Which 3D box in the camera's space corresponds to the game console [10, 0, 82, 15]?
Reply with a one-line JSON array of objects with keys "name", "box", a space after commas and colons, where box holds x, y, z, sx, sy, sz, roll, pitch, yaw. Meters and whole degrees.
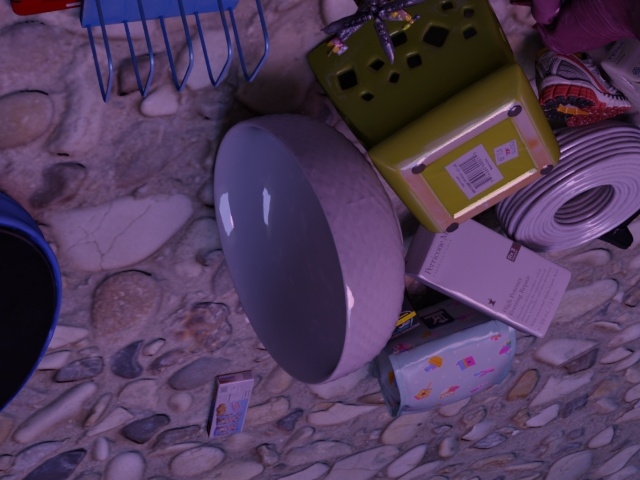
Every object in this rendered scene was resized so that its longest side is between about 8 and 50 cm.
[{"name": "game console", "box": [-0.246, -0.292, 0.976, 0.144, 0.085, 0.124, -13, 174, -12]}]

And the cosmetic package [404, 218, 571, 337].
[{"name": "cosmetic package", "box": [0.250, 0.047, 1.492, 0.231, 0.085, 0.117, 25, 86, -16]}]

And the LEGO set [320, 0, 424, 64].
[{"name": "LEGO set", "box": [0.064, -0.337, 0.860, 0.255, 0.192, 0.331, -23, 123, 10]}]

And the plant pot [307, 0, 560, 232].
[{"name": "plant pot", "box": [0.151, -0.154, 1.195, 0.227, 0.207, 0.228, -31, 144, 10]}]

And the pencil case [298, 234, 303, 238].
[{"name": "pencil case", "box": [0.016, 0.060, 1.401, 0.098, 0.095, 0.209, -15, 103, -27]}]

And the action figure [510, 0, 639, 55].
[{"name": "action figure", "box": [0.348, -0.264, 1.086, 0.248, 0.276, 0.370, 2, 176, -24]}]

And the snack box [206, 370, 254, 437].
[{"name": "snack box", "box": [-0.161, 0.293, 1.747, 0.064, 0.022, 0.178, -8, 141, -21]}]

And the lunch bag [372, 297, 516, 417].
[{"name": "lunch bag", "box": [0.204, 0.189, 1.664, 0.223, 0.160, 0.262, -18, 161, -6]}]

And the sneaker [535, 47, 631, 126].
[{"name": "sneaker", "box": [0.355, -0.211, 1.329, 0.088, 0.093, 0.225, -14, 170, 31]}]

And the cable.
[{"name": "cable", "box": [0.390, -0.079, 1.495, 0.257, 0.089, 0.257, -17, 150, -8]}]

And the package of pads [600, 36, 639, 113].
[{"name": "package of pads", "box": [0.524, -0.247, 1.315, 0.229, 0.101, 0.296, -52, 139, 6]}]

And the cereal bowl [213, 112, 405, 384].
[{"name": "cereal bowl", "box": [0.000, 0.000, 1.218, 0.141, 0.339, 0.339, -18, 145, -27]}]

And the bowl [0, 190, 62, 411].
[{"name": "bowl", "box": [-0.476, 0.116, 1.165, 0.391, 0.077, 0.391, -38, 148, -30]}]

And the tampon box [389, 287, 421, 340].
[{"name": "tampon box", "box": [0.069, 0.084, 1.537, 0.120, 0.101, 0.161, -27, 144, 7]}]

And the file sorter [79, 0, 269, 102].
[{"name": "file sorter", "box": [-0.149, -0.213, 1.009, 0.170, 0.104, 0.118, -12, 174, -18]}]

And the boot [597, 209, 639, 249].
[{"name": "boot", "box": [0.521, -0.038, 1.673, 0.121, 0.045, 0.099, 14, 124, -41]}]
